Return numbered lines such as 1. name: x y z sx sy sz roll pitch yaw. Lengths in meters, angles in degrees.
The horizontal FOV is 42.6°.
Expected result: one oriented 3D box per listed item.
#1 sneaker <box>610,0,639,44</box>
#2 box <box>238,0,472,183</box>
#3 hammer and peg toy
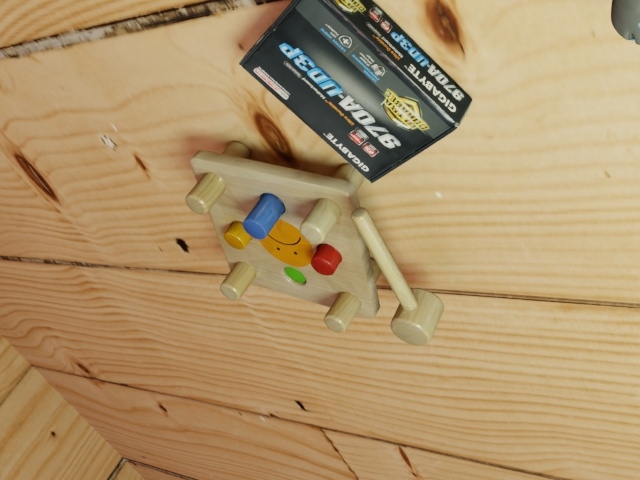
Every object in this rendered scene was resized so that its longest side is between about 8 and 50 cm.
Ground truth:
1. sneaker: 0.357 -0.220 0.549 0.340 0.125 0.140 0 126 36
2. box: 0.036 -0.181 0.933 0.220 0.051 0.175 41 146 -13
3. hammer and peg toy: 0.000 0.000 1.132 0.361 0.127 0.266 14 140 27
